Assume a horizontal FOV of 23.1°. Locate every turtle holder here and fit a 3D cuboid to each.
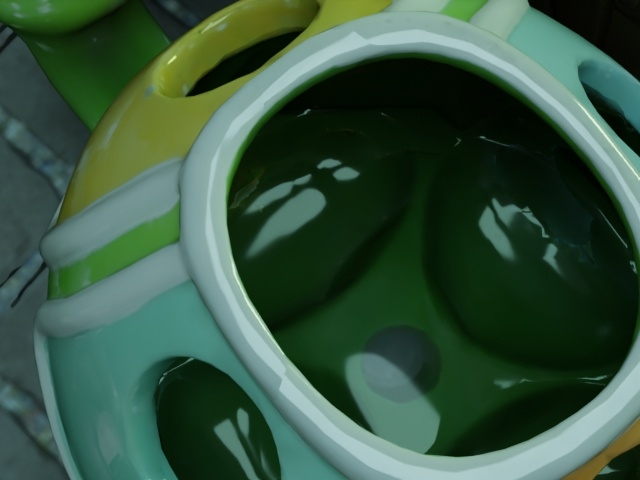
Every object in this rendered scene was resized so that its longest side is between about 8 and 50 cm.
[{"bbox_3d":[0.020,0.001,0.521,0.243,0.227,0.320,-13,74,-3],"label":"turtle holder"}]

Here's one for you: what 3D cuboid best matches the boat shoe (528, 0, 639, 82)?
[{"bbox_3d":[0.094,-0.168,0.629,0.342,0.123,0.123,40,79,16],"label":"boat shoe"}]
